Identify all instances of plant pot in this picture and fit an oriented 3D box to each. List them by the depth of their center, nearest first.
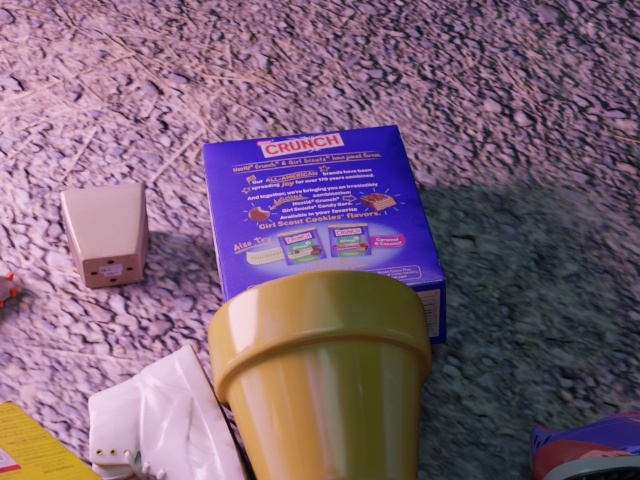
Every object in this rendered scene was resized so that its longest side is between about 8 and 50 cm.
[{"bbox_3d":[0.009,0.194,1.880,0.254,0.254,0.239,-5,62,-5],"label":"plant pot"},{"bbox_3d":[-0.272,0.000,2.149,0.109,0.109,0.096,-6,60,-7],"label":"plant pot"}]

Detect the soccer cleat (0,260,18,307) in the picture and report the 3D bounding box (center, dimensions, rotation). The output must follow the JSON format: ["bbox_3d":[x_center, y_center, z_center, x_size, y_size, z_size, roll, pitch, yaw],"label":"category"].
[{"bbox_3d":[-0.460,0.088,2.088,0.076,0.068,0.196,20,42,24],"label":"soccer cleat"}]

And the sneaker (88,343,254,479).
[{"bbox_3d":[-0.167,0.271,1.900,0.169,0.108,0.292,-25,53,-4],"label":"sneaker"}]

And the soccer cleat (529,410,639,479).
[{"bbox_3d":[0.396,0.236,1.923,0.318,0.109,0.116,-10,43,-6],"label":"soccer cleat"}]

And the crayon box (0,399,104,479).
[{"bbox_3d":[-0.315,0.302,1.804,0.318,0.081,0.202,35,21,29],"label":"crayon box"}]

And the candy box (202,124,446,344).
[{"bbox_3d":[0.000,0.000,2.121,0.268,0.122,0.317,-6,43,-5],"label":"candy box"}]
